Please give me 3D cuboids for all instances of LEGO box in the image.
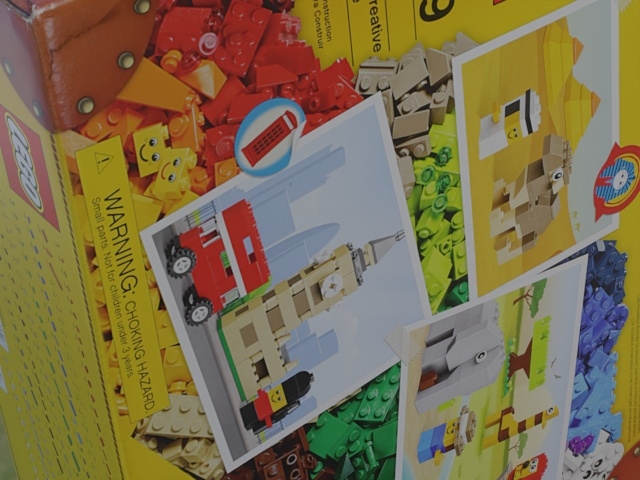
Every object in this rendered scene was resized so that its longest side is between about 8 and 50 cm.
[{"bbox_3d":[0.000,0.000,0.940,0.372,0.500,0.193,-26,39,-25],"label":"LEGO box"}]
